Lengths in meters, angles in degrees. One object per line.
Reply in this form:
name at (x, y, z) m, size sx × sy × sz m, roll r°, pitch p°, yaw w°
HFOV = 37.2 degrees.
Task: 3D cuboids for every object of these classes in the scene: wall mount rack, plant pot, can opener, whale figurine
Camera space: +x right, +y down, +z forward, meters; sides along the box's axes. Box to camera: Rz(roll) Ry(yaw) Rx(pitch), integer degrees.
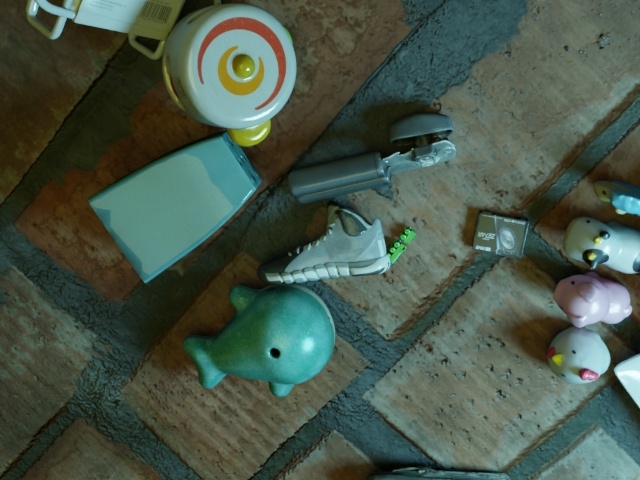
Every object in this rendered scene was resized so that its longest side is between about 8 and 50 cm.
wall mount rack at (-0.296, -0.440, 1.448) m, size 0.130 × 0.350 × 0.304 m, roll 39°, pitch 113°, yaw 33°
plant pot at (-0.226, -0.075, 1.580) m, size 0.234 × 0.165 × 0.165 m, roll -32°, pitch 99°, yaw 9°
can opener at (0.084, -0.138, 1.576) m, size 0.284 × 0.076 × 0.095 m, roll -12°, pitch 71°, yaw 12°
whale figurine at (-0.111, 0.184, 1.642) m, size 0.272 × 0.141 × 0.216 m, roll -19°, pitch 102°, yaw 13°

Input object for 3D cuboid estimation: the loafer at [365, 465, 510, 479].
loafer at (0.212, 0.447, 1.714) m, size 0.268 × 0.084 × 0.096 m, roll 7°, pitch 137°, yaw 10°

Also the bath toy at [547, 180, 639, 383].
bath toy at (0.449, 0.082, 1.543) m, size 0.152 × 0.129 × 0.348 m, roll 14°, pitch 107°, yaw 4°

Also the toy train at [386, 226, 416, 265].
toy train at (0.133, 0.012, 1.626) m, size 0.024 × 0.017 × 0.083 m, roll 33°, pitch 107°, yaw -13°

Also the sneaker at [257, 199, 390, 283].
sneaker at (0.000, 0.000, 1.617) m, size 0.229 × 0.086 × 0.132 m, roll -6°, pitch 93°, yaw 7°

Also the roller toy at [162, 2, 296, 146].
roller toy at (-0.142, -0.269, 1.485) m, size 0.191 × 0.146 × 0.209 m, roll 23°, pitch 90°, yaw -26°

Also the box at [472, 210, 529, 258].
box at (0.301, -0.010, 1.594) m, size 0.083 × 0.018 × 0.067 m, roll 11°, pitch 106°, yaw 5°

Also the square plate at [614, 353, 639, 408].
square plate at (0.716, 0.262, 1.529) m, size 0.347 × 0.049 × 0.344 m, roll -34°, pitch 93°, yaw 29°
